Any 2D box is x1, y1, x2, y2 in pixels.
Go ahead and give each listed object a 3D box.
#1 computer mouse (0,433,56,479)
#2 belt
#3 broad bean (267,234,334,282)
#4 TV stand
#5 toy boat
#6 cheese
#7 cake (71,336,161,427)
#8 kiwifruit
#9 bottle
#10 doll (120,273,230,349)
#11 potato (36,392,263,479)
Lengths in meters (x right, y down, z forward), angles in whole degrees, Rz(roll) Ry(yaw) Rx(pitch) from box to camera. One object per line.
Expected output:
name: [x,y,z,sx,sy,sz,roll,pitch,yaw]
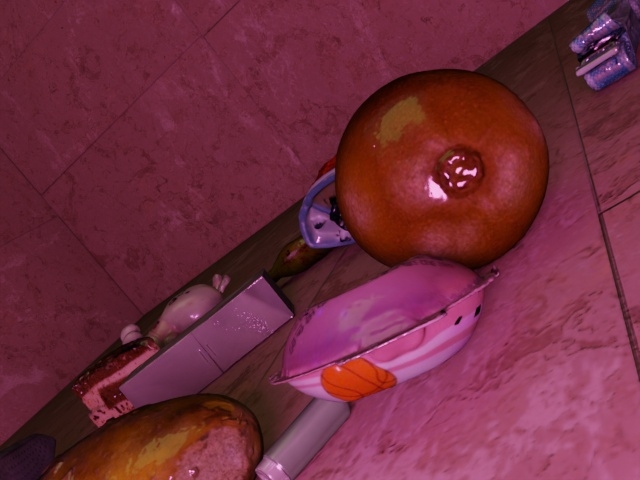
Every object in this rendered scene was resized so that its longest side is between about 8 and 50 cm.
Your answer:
computer mouse: [-0.530,0.417,1.024,0.188,0.122,0.371,-36,1,-3]
belt: [0.413,-0.297,0.931,0.072,0.087,0.302,-28,13,39]
broad bean: [0.000,0.000,1.204,0.339,0.061,0.077,-35,1,19]
TV stand: [-0.168,0.159,0.990,0.269,0.083,0.088,-39,6,2]
toy boat: [0.066,-0.055,0.994,0.332,0.145,0.133,-28,40,56]
cheese: [0.046,0.066,0.520,0.189,0.074,0.286,-24,-5,-2]
cake: [-0.326,0.232,1.185,0.246,0.112,0.135,-34,6,30]
kiwifruit: [0.108,-0.062,0.600,0.196,0.196,0.234,-38,5,0]
bottle: [-0.013,0.151,0.495,0.083,0.030,0.030,-43,9,-28]
doll: [-0.305,0.180,1.436,0.275,0.113,0.155,-34,14,-25]
potato: [-0.152,0.201,0.539,0.251,0.113,0.149,-36,9,21]
